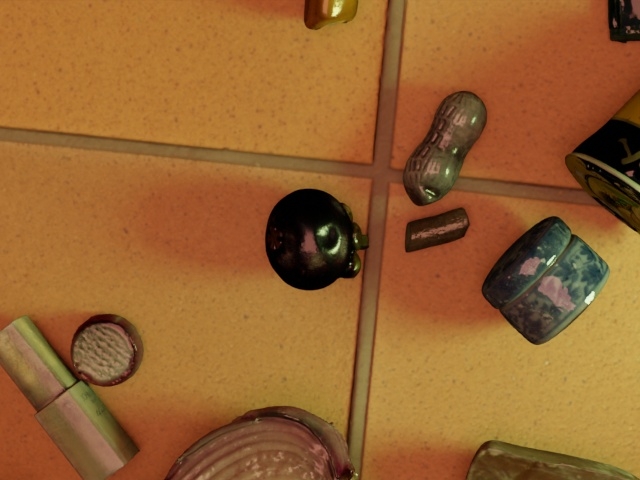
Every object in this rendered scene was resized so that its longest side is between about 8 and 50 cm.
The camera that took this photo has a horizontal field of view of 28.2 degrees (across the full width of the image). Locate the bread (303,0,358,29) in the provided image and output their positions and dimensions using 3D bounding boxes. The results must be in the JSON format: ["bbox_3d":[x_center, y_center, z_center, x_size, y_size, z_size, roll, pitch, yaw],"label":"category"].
[{"bbox_3d":[0.023,-0.396,1.675,0.074,0.092,0.239,3,98,-14],"label":"bread"}]

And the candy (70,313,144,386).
[{"bbox_3d":[-0.299,0.154,1.781,0.103,0.043,0.103,0,96,5],"label":"candy"}]

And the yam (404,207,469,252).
[{"bbox_3d":[0.156,-0.014,1.723,0.094,0.043,0.043,-14,94,6],"label":"yam"}]

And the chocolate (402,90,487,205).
[{"bbox_3d":[0.164,-0.122,1.697,0.072,0.072,0.167,28,97,2],"label":"chocolate"}]

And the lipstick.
[{"bbox_3d":[-0.362,0.222,1.776,0.077,0.079,0.253,-37,92,10],"label":"lipstick"}]

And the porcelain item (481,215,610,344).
[{"bbox_3d":[0.290,0.049,1.663,0.114,0.147,0.147,45,98,-1],"label":"porcelain item"}]

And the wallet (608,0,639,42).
[{"bbox_3d":[0.456,-0.378,1.656,0.160,0.055,0.236,0,96,12],"label":"wallet"}]

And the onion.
[{"bbox_3d":[-0.101,0.366,1.731,0.349,0.159,0.267,-9,83,13],"label":"onion"}]

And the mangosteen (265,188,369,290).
[{"bbox_3d":[0.000,0.000,1.707,0.151,0.137,0.137,5,97,-29],"label":"mangosteen"}]

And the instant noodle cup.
[{"bbox_3d":[0.461,-0.125,1.613,0.215,0.215,0.236,40,88,1],"label":"instant noodle cup"}]

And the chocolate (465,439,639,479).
[{"bbox_3d":[0.318,0.349,1.725,0.254,0.080,0.157,13,114,3],"label":"chocolate"}]
